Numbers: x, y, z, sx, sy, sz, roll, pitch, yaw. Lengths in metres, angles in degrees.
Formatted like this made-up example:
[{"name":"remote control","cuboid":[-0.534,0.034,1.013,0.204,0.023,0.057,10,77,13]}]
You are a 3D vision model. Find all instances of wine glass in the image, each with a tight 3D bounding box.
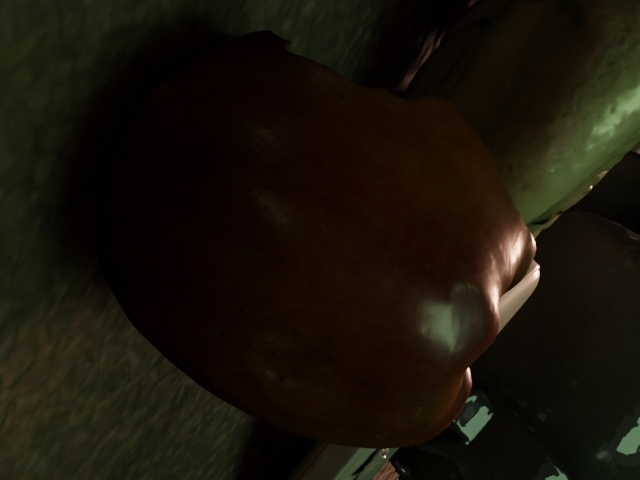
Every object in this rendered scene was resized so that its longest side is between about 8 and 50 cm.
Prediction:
[{"name":"wine glass","cuboid":[0.361,0.045,1.234,0.096,0.264,0.309,-50,159,0]}]

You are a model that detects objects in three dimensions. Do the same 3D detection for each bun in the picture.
[{"name":"bun","cuboid":[0.118,-0.082,0.712,0.210,0.116,0.237,-42,179,-36]}]

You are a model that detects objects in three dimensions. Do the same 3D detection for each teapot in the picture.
[{"name":"teapot","cuboid":[0.166,0.126,0.990,0.285,0.223,0.305,-46,159,-14]}]

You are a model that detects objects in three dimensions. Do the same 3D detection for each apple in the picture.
[{"name":"apple","cuboid":[-0.001,0.005,0.516,0.147,0.158,0.156,-38,155,-38]}]

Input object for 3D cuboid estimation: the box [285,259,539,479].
[{"name":"box","cuboid":[0.032,0.122,0.823,0.142,0.044,0.285,-31,161,-49]}]
